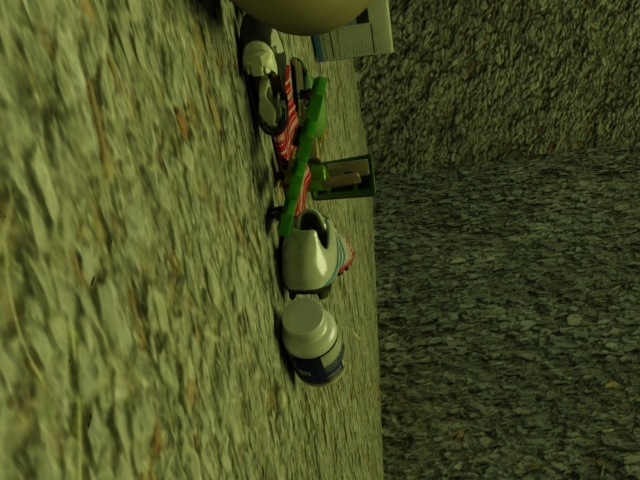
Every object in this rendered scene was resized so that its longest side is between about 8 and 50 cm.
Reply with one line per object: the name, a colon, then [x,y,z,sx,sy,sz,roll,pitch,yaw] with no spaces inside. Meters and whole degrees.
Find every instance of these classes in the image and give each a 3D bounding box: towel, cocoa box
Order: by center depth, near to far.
towel: [-0.058,-0.184,1.503,0.199,0.031,0.275,-84,166,-55]
cocoa box: [0.083,-0.722,2.256,0.231,0.227,0.347,76,10,-45]

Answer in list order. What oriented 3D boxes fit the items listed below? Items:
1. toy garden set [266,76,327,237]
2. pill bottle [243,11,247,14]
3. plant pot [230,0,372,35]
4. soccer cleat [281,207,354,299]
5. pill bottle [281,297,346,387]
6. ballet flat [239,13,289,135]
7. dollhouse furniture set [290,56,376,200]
toy garden set: [-0.040,-0.159,1.284,0.204,0.049,0.244,-82,-174,-64]
pill bottle: [-0.090,-0.419,1.250,0.160,0.087,0.087,-87,168,-49]
plant pot: [-0.068,-0.391,0.936,0.274,0.256,0.257,-24,108,-65]
soccer cleat: [0.000,0.000,1.425,0.331,0.116,0.143,-64,152,-74]
pill bottle: [-0.014,0.169,1.286,0.169,0.094,0.094,73,13,-52]
ballet flat: [-0.087,-0.255,1.211,0.074,0.074,0.203,-84,168,-58]
dollhouse furniture set: [0.033,-0.261,1.778,0.197,0.151,0.302,51,33,-76]
